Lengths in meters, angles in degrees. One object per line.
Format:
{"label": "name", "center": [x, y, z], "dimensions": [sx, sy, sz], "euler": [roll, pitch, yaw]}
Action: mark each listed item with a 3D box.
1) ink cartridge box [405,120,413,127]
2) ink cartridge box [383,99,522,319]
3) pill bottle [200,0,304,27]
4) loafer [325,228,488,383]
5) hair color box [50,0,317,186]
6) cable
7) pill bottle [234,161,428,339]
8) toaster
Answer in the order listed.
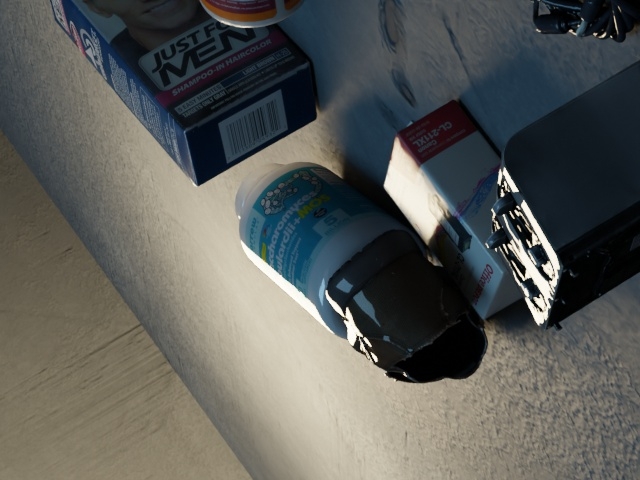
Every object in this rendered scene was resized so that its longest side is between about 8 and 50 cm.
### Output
{"label": "ink cartridge box", "center": [0.100, -0.077, 1.817], "dimensions": [0.083, 0.028, 0.048], "euler": [58, 164, 7]}
{"label": "ink cartridge box", "center": [0.144, -0.028, 1.695], "dimensions": [0.175, 0.072, 0.127], "euler": [54, 163, 17]}
{"label": "pill bottle", "center": [-0.078, -0.326, 1.741], "dimensions": [0.121, 0.121, 0.221], "euler": [48, 161, 33]}
{"label": "loafer", "center": [0.102, 0.102, 1.798], "dimensions": [0.130, 0.134, 0.366], "euler": [52, -174, 20]}
{"label": "hair color box", "center": [-0.171, -0.238, 2.082], "dimensions": [0.347, 0.174, 0.105], "euler": [48, 160, 33]}
{"label": "cable", "center": [0.172, -0.227, 1.303], "dimensions": [0.150, 0.047, 0.184], "euler": [34, 150, 56]}
{"label": "pill bottle", "center": [0.000, 0.000, 2.042], "dimensions": [0.264, 0.146, 0.146], "euler": [38, 154, 51]}
{"label": "toaster", "center": [0.217, -0.036, 1.306], "dimensions": [0.110, 0.186, 0.168], "euler": [57, 172, 17]}
